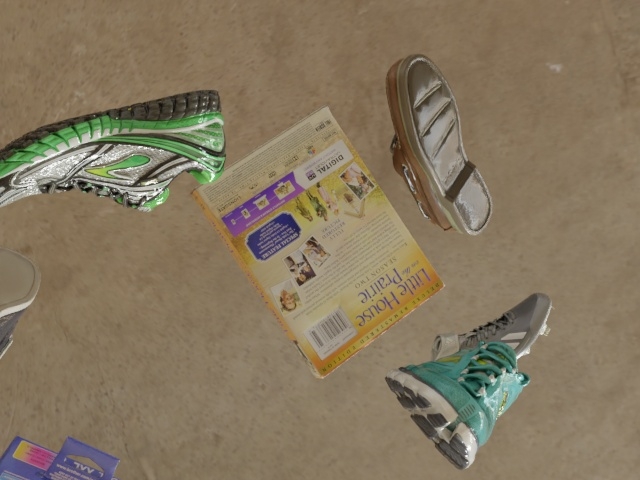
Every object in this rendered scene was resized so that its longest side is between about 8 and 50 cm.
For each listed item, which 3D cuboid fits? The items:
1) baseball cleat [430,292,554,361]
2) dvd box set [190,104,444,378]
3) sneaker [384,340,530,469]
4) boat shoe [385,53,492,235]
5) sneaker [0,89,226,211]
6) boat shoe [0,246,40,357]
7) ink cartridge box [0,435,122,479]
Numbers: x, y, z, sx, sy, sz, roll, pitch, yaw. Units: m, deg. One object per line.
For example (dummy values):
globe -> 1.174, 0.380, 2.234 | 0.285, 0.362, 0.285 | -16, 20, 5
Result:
baseball cleat -> 0.225, 0.139, 1.223 | 0.109, 0.072, 0.206 | 36, 95, -12
dvd box set -> 0.000, 0.000, 1.669 | 0.308, 0.062, 0.420 | -36, 94, -17
sneaker -> 0.135, 0.134, 0.832 | 0.110, 0.275, 0.107 | -42, 79, 7
boat shoe -> 0.147, -0.129, 1.294 | 0.111, 0.104, 0.307 | -46, 127, -29
sneaker -> -0.272, -0.097, 1.157 | 0.344, 0.134, 0.146 | -18, 102, -26
boat shoe -> -0.277, 0.069, 0.688 | 0.075, 0.206, 0.065 | 24, 113, -11
ink cartridge box -> -0.468, 0.521, 1.530 | 0.270, 0.151, 0.395 | 26, 116, -7
